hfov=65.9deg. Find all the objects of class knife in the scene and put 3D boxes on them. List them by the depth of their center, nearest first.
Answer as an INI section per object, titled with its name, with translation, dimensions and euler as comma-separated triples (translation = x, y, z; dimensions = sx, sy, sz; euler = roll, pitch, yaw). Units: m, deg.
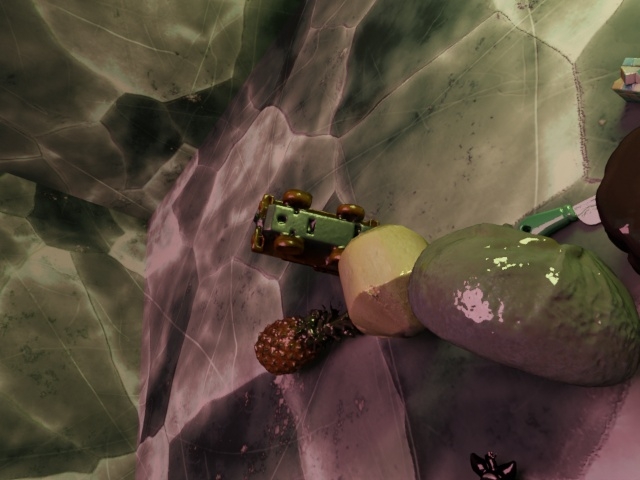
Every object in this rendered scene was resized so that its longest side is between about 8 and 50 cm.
[knife]
translation = 0.493, -0.056, 0.918
dimensions = 0.260, 0.035, 0.063
euler = -29, 54, 38

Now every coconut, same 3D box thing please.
[coconut]
translation = 0.164, 0.104, 1.098
dimensions = 0.239, 0.239, 0.244
euler = -48, 39, 26

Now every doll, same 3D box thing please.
[doll]
translation = 0.304, 0.477, 0.845
dimensions = 0.091, 0.067, 0.219
euler = -15, 66, 46

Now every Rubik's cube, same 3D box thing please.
[Rubik's cube]
translation = 0.579, -0.294, 0.889
dimensions = 0.075, 0.084, 0.073
euler = 30, 101, 39

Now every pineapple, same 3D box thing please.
[pineapple]
translation = -0.025, 0.252, 1.336
dimensions = 0.340, 0.169, 0.169
euler = -32, 48, 36

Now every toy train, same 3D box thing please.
[toy train]
translation = 0.000, 0.000, 1.311
dimensions = 0.231, 0.369, 0.163
euler = 124, 157, -67

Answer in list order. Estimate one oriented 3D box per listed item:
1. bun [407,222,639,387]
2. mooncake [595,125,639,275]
[bun]
translation = 0.324, 0.091, 0.795
dimensions = 0.362, 0.362, 0.211
euler = 26, 96, 55
[mooncake]
translation = 0.568, -0.061, 0.721
dimensions = 0.283, 0.141, 0.283
euler = -24, 52, 34
